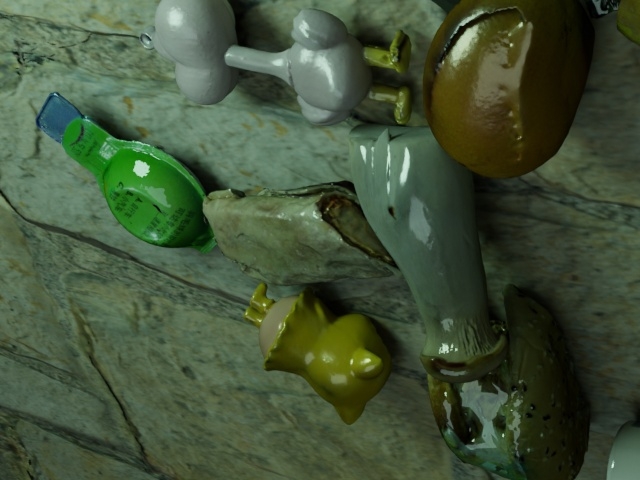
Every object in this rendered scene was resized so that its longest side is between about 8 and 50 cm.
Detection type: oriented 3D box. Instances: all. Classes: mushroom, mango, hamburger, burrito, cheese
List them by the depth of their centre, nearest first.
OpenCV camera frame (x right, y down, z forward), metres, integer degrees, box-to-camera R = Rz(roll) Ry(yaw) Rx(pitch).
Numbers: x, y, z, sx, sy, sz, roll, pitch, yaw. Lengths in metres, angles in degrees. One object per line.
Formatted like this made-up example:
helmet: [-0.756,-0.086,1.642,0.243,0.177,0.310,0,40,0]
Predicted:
mango: [0.190,-0.169,1.160,0.166,0.136,0.236,11,134,-5]
mushroom: [0.135,0.011,1.372,0.159,0.122,0.329,10,118,67]
hamburger: [0.245,0.210,1.484,0.167,0.192,0.288,-7,123,28]
burrito: [-0.006,-0.007,1.512,0.347,0.107,0.175,1,148,37]
cheese: [-0.276,-0.093,1.643,0.320,0.083,0.204,41,142,-7]

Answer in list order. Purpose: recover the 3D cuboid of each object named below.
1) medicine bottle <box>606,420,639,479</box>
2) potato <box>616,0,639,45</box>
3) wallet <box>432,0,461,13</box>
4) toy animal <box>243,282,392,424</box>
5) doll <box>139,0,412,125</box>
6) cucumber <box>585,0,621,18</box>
medicine bottle: [0.494,0.309,1.425,0.236,0.139,0.139,3,129,32]
potato: [0.371,-0.254,0.982,0.298,0.141,0.176,-36,84,49]
wallet: [0.140,-0.335,1.116,0.168,0.052,0.245,41,153,5]
toy animal: [-0.008,0.152,1.639,0.229,0.156,0.156,33,139,11]
doll: [-0.067,-0.220,1.368,0.365,0.094,0.160,16,138,23]
cucumber: [0.260,-0.303,1.085,0.058,0.058,0.187,-1,126,36]
